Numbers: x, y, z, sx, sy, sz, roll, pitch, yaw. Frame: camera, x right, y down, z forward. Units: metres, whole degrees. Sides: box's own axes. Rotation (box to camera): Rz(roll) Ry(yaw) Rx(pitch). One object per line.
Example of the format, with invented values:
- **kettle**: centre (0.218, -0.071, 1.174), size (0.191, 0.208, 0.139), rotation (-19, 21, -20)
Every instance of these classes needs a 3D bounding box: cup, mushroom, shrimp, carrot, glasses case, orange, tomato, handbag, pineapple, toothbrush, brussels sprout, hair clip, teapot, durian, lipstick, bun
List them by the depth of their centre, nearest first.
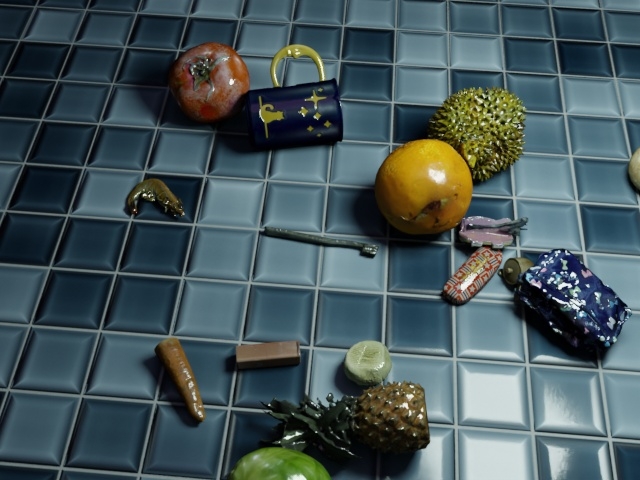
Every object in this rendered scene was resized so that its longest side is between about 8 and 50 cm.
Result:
- **brussels sprout**: centre (-0.086, 0.519, 1.564), size (0.243, 0.244, 0.244), rotation (0, 53, -1)
- **pineapple**: centre (0.047, 0.391, 1.713), size (0.364, 0.166, 0.166), rotation (-9, 53, 3)
- **carrot**: centre (-0.304, 0.315, 1.811), size (0.061, 0.061, 0.210), rotation (-23, 61, -17)
- **bun**: centre (0.108, 0.281, 1.829), size (0.115, 0.069, 0.115), rotation (-8, 35, 6)
- **lipstick**: centre (-0.119, 0.261, 1.856), size (0.145, 0.045, 0.045), rotation (-5, 55, -3)
- **handbag**: centre (0.586, 0.144, 1.902), size (0.162, 0.113, 0.260), rotation (-36, 71, -30)
- **teapot**: centre (0.481, 0.097, 1.990), size (0.080, 0.085, 0.111), rotation (1, 80, -28)
- **glasses case**: centre (0.379, 0.080, 1.994), size (0.073, 0.049, 0.194), rotation (35, 60, 22)
- **orange**: centre (0.255, -0.127, 2.029), size (0.246, 0.246, 0.246), rotation (0, 53, -1)
- **hair clip**: centre (0.432, -0.027, 2.056), size (0.186, 0.056, 0.146), rotation (-4, 31, 8)
- **toothbrush**: centre (0.000, 0.000, 2.062), size (0.297, 0.030, 0.031), rotation (11, 64, 7)
- **shrimp**: centre (-0.437, -0.096, 2.125), size (0.124, 0.034, 0.178), rotation (-34, 59, -20)
- **durian**: centre (0.412, -0.292, 2.152), size (0.292, 0.258, 0.258), rotation (-19, 54, -35)
- **mushroom**: centre (0.904, -0.190, 2.157), size (0.166, 0.127, 0.166), rotation (0, 60, 0)
- **cup**: centre (-0.081, -0.382, 2.242), size (0.256, 0.178, 0.255), rotation (-6, 69, -4)
- **tomato**: centre (-0.304, -0.436, 2.285), size (0.231, 0.188, 0.232), rotation (-1, 84, 10)
